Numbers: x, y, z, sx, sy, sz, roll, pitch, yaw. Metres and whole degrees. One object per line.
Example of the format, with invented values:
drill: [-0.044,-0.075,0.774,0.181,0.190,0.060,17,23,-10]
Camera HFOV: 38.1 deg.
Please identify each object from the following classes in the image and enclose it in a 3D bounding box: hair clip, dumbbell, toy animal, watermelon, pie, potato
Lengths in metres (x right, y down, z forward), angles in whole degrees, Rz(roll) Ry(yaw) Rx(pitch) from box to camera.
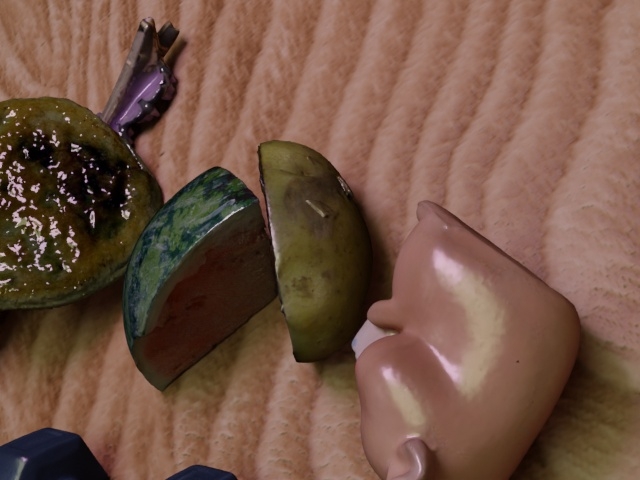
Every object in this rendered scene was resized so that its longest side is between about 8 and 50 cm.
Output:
hair clip: [-0.292,-0.191,1.345,0.106,0.084,0.292,38,97,33]
dumbbell: [-0.231,0.308,1.032,0.324,0.160,0.144,4,43,35]
toy animal: [0.120,0.112,0.867,0.213,0.195,0.256,28,88,46]
watermelon: [-0.154,0.044,1.104,0.260,0.256,0.176,-40,97,3]
pie: [-0.363,-0.052,1.229,0.323,0.070,0.323,5,64,-10]
potato: [0.000,0.000,1.035,0.111,0.160,0.272,-9,59,0]

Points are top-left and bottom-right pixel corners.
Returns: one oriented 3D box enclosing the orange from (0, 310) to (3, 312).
orange: [-0.619,0.040,1.310,0.340,0.293,0.341,-13,64,28]
